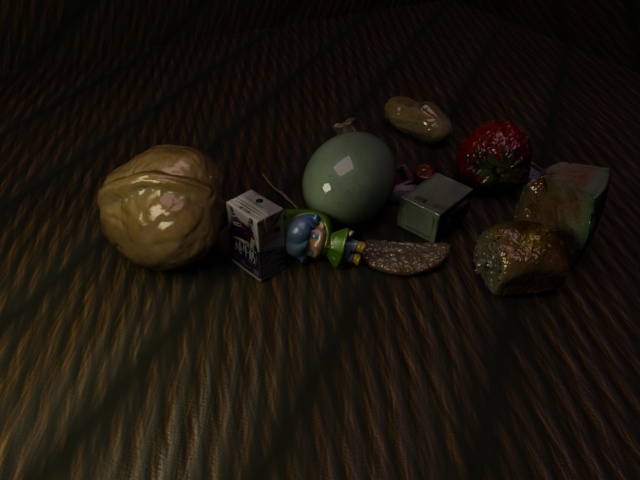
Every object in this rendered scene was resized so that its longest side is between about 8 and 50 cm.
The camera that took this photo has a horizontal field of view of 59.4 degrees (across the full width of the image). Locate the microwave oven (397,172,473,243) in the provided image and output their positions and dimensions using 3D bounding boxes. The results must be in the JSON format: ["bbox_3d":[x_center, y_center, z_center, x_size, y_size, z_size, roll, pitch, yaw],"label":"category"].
[{"bbox_3d":[0.363,-0.101,1.781,0.163,0.129,0.205,32,48,30],"label":"microwave oven"}]

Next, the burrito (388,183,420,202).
[{"bbox_3d":[0.319,-0.164,1.913,0.203,0.064,0.064,-7,40,-14],"label":"burrito"}]

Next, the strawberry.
[{"bbox_3d":[0.602,-0.314,1.965,0.250,0.238,0.288,6,43,2],"label":"strawberry"}]

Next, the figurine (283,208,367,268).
[{"bbox_3d":[0.000,0.000,1.625,0.263,0.162,0.143,18,31,4],"label":"figurine"}]

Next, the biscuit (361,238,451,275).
[{"bbox_3d":[0.242,0.054,1.654,0.290,0.038,0.141,3,39,4],"label":"biscuit"}]

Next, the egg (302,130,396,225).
[{"bbox_3d":[0.094,-0.198,1.772,0.276,0.276,0.389,20,40,21],"label":"egg"}]

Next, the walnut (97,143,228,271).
[{"bbox_3d":[-0.433,-0.090,1.571,0.381,0.381,0.381,1,39,-1],"label":"walnut"}]

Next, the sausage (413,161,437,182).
[{"bbox_3d":[0.366,-0.236,1.949,0.076,0.076,0.197,12,12,13],"label":"sausage"}]

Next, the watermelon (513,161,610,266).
[{"bbox_3d":[0.756,-0.103,1.698,0.151,0.264,0.302,-13,38,-19],"label":"watermelon"}]

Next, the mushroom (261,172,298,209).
[{"bbox_3d":[-0.134,-0.160,1.923,0.026,0.028,0.286,-48,46,8],"label":"mushroom"}]

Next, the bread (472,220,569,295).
[{"bbox_3d":[0.555,0.042,1.572,0.247,0.176,0.195,-4,37,-7],"label":"bread"}]

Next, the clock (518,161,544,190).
[{"bbox_3d":[0.751,-0.223,2.007,0.110,0.050,0.152,-15,42,-19],"label":"clock"}]

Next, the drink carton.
[{"bbox_3d":[-0.179,-0.014,1.575,0.102,0.222,0.134,-30,49,-34],"label":"drink carton"}]

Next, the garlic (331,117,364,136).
[{"bbox_3d":[0.129,-0.356,2.117,0.131,0.127,0.194,-26,71,-5],"label":"garlic"}]

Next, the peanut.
[{"bbox_3d":[0.387,-0.493,2.260,0.152,0.152,0.313,-28,45,-32],"label":"peanut"}]

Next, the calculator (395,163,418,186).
[{"bbox_3d":[0.243,-0.222,2.004,0.191,0.034,0.126,-9,41,-5],"label":"calculator"}]
